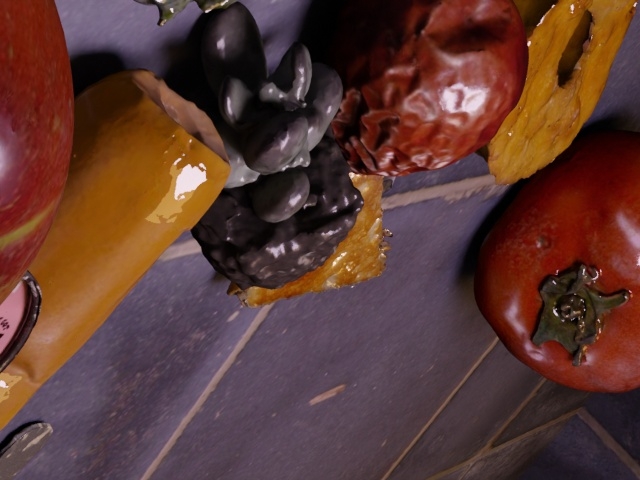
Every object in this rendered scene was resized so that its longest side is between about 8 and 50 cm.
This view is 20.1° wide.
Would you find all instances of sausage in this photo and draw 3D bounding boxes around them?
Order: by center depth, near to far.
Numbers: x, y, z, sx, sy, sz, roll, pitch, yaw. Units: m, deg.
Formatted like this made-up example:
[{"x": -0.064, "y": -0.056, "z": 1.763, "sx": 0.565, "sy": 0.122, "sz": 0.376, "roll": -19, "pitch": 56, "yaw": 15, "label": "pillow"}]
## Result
[{"x": -0.217, "y": 0.028, "z": 1.325, "sx": 0.354, "sy": 0.116, "sz": 0.134, "roll": -45, "pitch": 126, "yaw": 15, "label": "sausage"}]

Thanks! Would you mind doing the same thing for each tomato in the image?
[{"x": 0.362, "y": 0.029, "z": 2.226, "sx": 0.290, "sy": 0.293, "sz": 0.325, "roll": -41, "pitch": 161, "yaw": -53, "label": "tomato"}]

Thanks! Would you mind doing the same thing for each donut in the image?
[{"x": 0.202, "y": -0.195, "z": 1.652, "sx": 0.277, "sy": 0.108, "sz": 0.277, "roll": -43, "pitch": 156, "yaw": -25, "label": "donut"}]

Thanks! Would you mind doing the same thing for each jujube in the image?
[{"x": 0.075, "y": -0.135, "z": 1.498, "sx": 0.168, "sy": 0.168, "sz": 0.236, "roll": -32, "pitch": 173, "yaw": -27, "label": "jujube"}]

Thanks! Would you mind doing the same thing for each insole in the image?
[{"x": -0.343, "y": 0.260, "z": 1.724, "sx": 0.248, "sy": 0.011, "sz": 0.081, "roll": -47, "pitch": 161, "yaw": 13, "label": "insole"}]

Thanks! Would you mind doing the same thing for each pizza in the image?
[{"x": 0.000, "y": 0.000, "z": 1.767, "sx": 0.201, "sy": 0.053, "sz": 0.193, "roll": -43, "pitch": 149, "yaw": 0, "label": "pizza"}]

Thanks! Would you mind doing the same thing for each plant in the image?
[{"x": -0.041, "y": -0.065, "z": 1.434, "sx": 0.149, "sy": 0.146, "sz": 0.274, "roll": -35, "pitch": 159, "yaw": -15, "label": "plant"}]

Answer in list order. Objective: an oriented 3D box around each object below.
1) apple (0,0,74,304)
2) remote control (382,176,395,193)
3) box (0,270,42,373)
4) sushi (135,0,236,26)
[{"x": -0.280, "y": -0.065, "z": 0.786, "sx": 0.348, "sy": 0.277, "sz": 0.348, "roll": -36, "pitch": 161, "yaw": -14, "label": "apple"}, {"x": 0.070, "y": -0.106, "z": 1.741, "sx": 0.059, "sy": 0.028, "sz": 0.212, "roll": -32, "pitch": 157, "yaw": -35, "label": "remote control"}, {"x": -0.284, "y": 0.032, "z": 1.191, "sx": 0.151, "sy": 0.135, "sz": 0.151, "roll": -37, "pitch": 156, "yaw": -20, "label": "box"}, {"x": -0.047, "y": -0.246, "z": 1.061, "sx": 0.274, "sy": 0.139, "sz": 0.184, "roll": -28, "pitch": 158, "yaw": -21, "label": "sushi"}]
